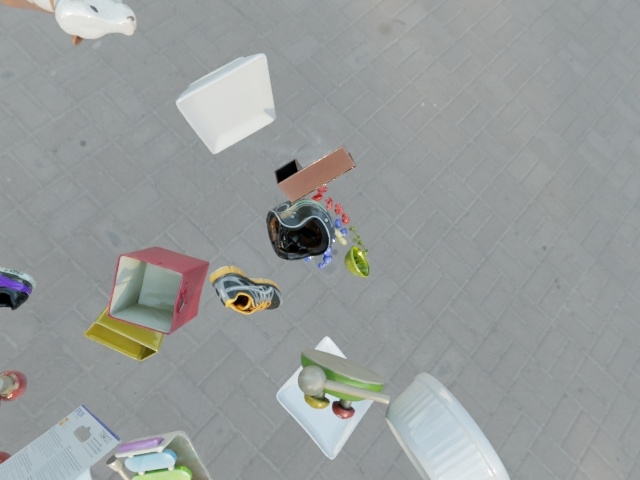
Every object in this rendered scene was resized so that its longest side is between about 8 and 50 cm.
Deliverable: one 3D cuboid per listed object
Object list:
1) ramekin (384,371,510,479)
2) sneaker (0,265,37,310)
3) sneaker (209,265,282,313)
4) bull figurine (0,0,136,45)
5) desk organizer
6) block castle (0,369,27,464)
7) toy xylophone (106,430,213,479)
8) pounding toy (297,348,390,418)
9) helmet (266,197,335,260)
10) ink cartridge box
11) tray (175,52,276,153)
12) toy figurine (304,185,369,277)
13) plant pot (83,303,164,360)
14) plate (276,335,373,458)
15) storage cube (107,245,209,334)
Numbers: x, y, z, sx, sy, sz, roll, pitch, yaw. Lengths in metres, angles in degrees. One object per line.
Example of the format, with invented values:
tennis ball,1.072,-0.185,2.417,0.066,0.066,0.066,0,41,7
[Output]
ramekin,0.246,0.422,0.898,0.127,0.273,0.273,-32,84,-10
sneaker,-1.053,0.146,1.319,0.293,0.102,0.146,13,39,-20
sneaker,-0.159,0.129,0.973,0.084,0.215,0.083,-38,54,18
bull figurine,-0.325,-0.345,0.552,0.310,0.101,0.188,24,57,23
desk organizer,-0.010,-0.122,0.737,0.130,0.050,0.047,-29,42,12
block castle,-1.031,0.478,1.091,0.453,0.213,0.303,4,70,-18
toy xylophone,-0.333,0.545,0.938,0.236,0.081,0.322,-24,106,16
pounding toy,0.030,0.307,0.872,0.183,0.237,0.110,19,86,3
helmet,-0.046,-0.034,1.147,0.161,0.169,0.169,-13,78,-24
ink cartridge box,-0.616,0.531,0.938,0.330,0.324,0.071,-35,111,-37
tray,-0.149,-0.224,0.726,0.145,0.270,0.030,-30,88,-4
toy figurine,0.000,0.000,1.519,0.217,0.191,0.362,-25,120,18
plant pot,-0.627,0.262,1.457,0.212,0.212,0.187,35,52,-21
plate,0.020,0.507,1.420,0.277,0.045,0.278,50,53,-4
storage cube,-0.460,0.134,1.250,0.215,0.193,0.183,16,98,6
